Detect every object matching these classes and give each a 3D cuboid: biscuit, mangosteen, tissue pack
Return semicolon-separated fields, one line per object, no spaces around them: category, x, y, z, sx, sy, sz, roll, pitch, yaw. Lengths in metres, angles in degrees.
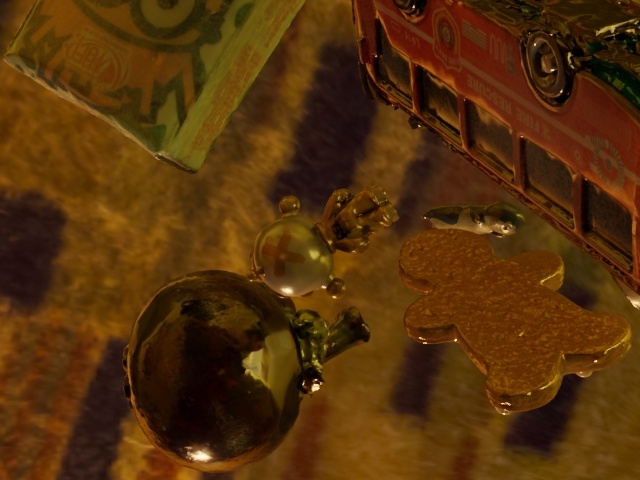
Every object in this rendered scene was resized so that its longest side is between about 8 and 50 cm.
biscuit;0.149;0.060;1.274;0.158;0.035;0.240;-20;36;-20
mangosteen;-0.079;0.134;1.680;0.289;0.231;0.231;-15;76;-9
tissue pack;-0.154;-0.258;1.563;0.228;0.128;0.311;32;91;22

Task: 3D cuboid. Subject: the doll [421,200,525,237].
doll;0.141;-0.019;1.394;0.125;0.037;0.027;-3;58;52

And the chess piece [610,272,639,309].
chess piece;0.304;-0.023;1.070;0.200;0.090;0.090;-33;71;42

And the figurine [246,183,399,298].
figurine;0.004;0.004;1.384;0.143;0.068;0.101;-6;83;7

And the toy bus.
toy bus;0.084;-0.067;0.601;0.073;0.096;0.235;-15;30;-21
